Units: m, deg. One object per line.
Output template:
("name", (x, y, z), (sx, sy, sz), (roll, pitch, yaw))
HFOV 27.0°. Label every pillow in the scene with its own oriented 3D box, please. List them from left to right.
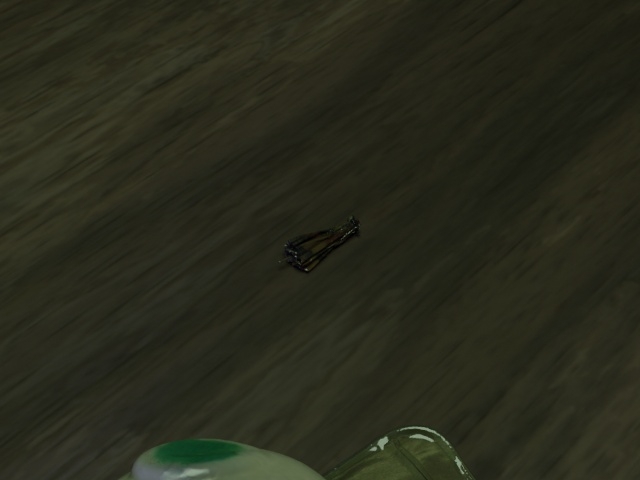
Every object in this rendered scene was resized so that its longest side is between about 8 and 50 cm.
("pillow", (0.014, 0.201, 0.859), (0.217, 0.033, 0.130), (-22, 53, -21))

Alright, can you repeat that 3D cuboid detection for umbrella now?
("umbrella", (0.000, 0.002, 1.086), (0.083, 0.020, 0.031), (-24, 50, -33))

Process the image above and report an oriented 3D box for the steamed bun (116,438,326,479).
("steamed bun", (-0.080, 0.201, 0.748), (0.228, 0.130, 0.177), (-28, 51, -18))
